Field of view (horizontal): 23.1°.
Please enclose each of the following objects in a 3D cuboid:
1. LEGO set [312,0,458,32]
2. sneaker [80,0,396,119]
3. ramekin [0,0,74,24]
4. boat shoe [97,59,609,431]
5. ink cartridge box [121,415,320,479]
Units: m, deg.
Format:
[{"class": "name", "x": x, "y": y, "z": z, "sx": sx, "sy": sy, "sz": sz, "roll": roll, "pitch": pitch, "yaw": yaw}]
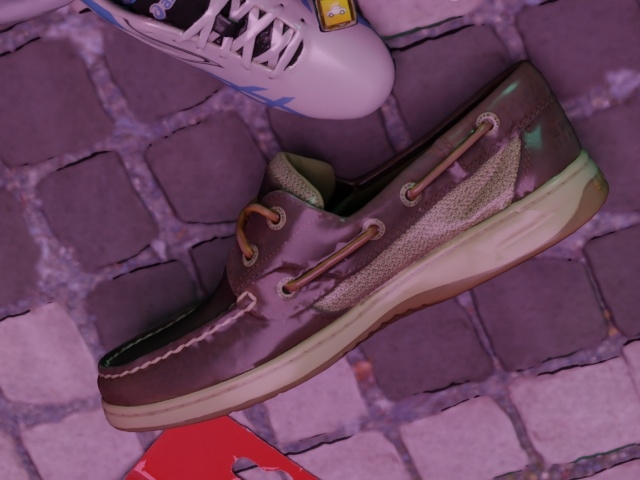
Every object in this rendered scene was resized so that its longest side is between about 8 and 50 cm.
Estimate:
[{"class": "LEGO set", "x": 0.058, "y": -0.220, "z": 0.791, "sx": 0.244, "sy": 0.060, "sz": 0.182, "roll": -42, "pitch": 107, "yaw": 11}, {"class": "sneaker", "x": -0.064, "y": -0.134, "z": 0.916, "sx": 0.237, "sy": 0.086, "sz": 0.085, "roll": 28, "pitch": 112, "yaw": -11}, {"class": "ramekin", "x": -0.209, "y": -0.248, "z": 0.797, "sx": 0.277, "sy": 0.135, "sz": 0.277, "roll": 2, "pitch": 98, "yaw": 15}, {"class": "boat shoe", "x": 0.000, "y": 0.000, "z": 0.963, "sx": 0.342, "sy": 0.123, "sz": 0.123, "roll": -27, "pitch": 102, "yaw": 11}, {"class": "ink cartridge box", "x": -0.087, "y": 0.245, "z": 1.106, "sx": 0.181, "sy": 0.056, "sz": 0.225, "roll": 36, "pitch": 110, "yaw": -14}]
